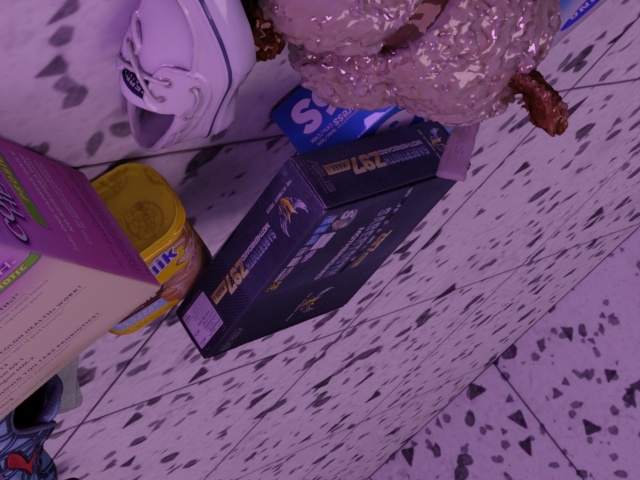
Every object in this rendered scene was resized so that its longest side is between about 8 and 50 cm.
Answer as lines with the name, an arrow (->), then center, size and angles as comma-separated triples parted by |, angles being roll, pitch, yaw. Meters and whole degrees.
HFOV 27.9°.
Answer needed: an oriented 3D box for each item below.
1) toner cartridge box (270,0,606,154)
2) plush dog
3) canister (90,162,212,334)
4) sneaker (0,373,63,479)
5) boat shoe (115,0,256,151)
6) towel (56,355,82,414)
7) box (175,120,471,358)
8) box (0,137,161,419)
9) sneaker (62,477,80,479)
toner cartridge box -> 0.133, -0.183, 1.110 | 0.348, 0.075, 0.165 | -41, 163, 15
plush dog -> 0.051, -0.169, 0.859 | 0.225, 0.210, 0.262 | 19, 125, -40
canister -> -0.160, 0.013, 1.063 | 0.126, 0.073, 0.170 | -35, 164, -4
sneaker -> -0.264, 0.172, 1.116 | 0.125, 0.104, 0.262 | -39, 162, -7
boat shoe -> -0.095, -0.112, 0.844 | 0.076, 0.083, 0.226 | -33, 163, -14
towel -> -0.361, 0.178, 1.160 | 0.325, 0.038, 0.248 | -29, 160, -23
box -> 0.000, 0.000, 1.117 | 0.183, 0.059, 0.232 | -19, 158, -44
box -> -0.263, 0.039, 0.857 | 0.213, 0.117, 0.243 | -39, 163, 9
sneaker -> -0.364, 0.340, 1.467 | 0.135, 0.097, 0.276 | -47, 162, 29
